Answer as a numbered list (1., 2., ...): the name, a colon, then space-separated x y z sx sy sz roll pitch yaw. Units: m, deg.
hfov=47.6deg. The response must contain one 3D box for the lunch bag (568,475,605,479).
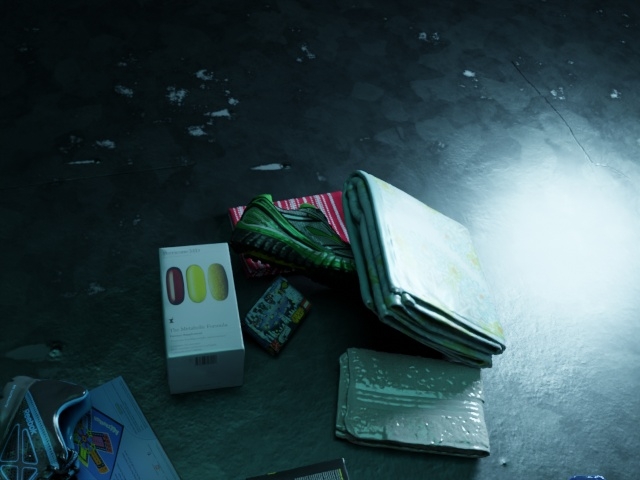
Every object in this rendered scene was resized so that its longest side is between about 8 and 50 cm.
1. lunch bag: 0.457 0.457 1.231 0.067 0.065 0.098 -3 45 16

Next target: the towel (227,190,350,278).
1. towel: -0.049 -0.020 1.586 0.274 0.031 0.199 -10 51 -15

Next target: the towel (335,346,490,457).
1. towel: 0.169 0.295 1.340 0.282 0.049 0.187 7 50 -2

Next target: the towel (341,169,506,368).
1. towel: 0.198 0.051 1.425 0.320 0.090 0.375 28 35 -30

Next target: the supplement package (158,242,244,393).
1. supplement package: -0.226 0.141 1.358 0.139 0.134 0.244 -5 51 -13

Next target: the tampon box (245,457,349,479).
1. tampon box: -0.032 0.429 1.153 0.161 0.120 0.101 -7 52 -14

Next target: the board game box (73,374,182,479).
1. board game box: -0.339 0.371 1.221 0.145 0.027 0.281 -24 57 -26

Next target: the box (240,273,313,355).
1. box: -0.086 0.144 1.422 0.094 0.027 0.137 42 53 -6

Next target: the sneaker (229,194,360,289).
1. sneaker: 0.000 0.000 1.466 0.343 0.134 0.146 20 70 -6

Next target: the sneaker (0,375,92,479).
1. sneaker: -0.458 0.368 1.124 0.139 0.125 0.341 1 56 3
